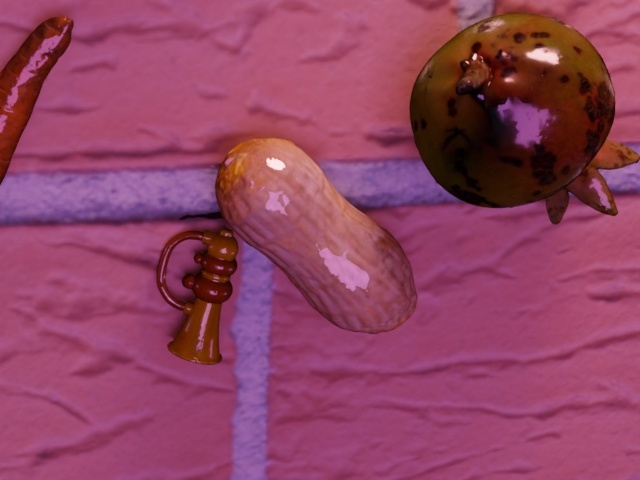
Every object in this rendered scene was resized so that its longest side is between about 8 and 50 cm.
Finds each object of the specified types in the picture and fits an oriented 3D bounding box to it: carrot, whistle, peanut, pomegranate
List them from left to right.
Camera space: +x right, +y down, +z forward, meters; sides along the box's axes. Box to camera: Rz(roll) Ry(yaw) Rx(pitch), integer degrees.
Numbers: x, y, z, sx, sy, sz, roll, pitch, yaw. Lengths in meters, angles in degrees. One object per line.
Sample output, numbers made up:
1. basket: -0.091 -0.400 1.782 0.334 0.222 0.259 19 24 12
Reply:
1. carrot: -0.236 -0.086 1.163 0.047 0.047 0.191 28 100 -23
2. whistle: -0.098 0.039 1.260 0.046 0.057 0.109 -11 114 -59
3. peanut: 0.000 0.000 1.232 0.087 0.087 0.206 -43 116 6
4. pomegranate: 0.165 -0.081 1.207 0.156 0.156 0.220 -46 120 8
